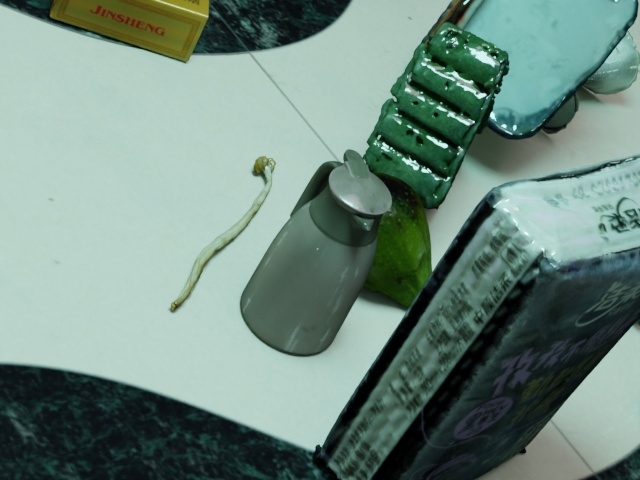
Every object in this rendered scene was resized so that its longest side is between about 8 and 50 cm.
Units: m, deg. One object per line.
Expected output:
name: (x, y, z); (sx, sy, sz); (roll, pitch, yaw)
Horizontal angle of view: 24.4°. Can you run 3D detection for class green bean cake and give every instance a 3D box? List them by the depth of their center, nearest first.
green bean cake: (0.137, -0.144, 1.671); (0.107, 0.193, 0.208); (26, 10, 9)

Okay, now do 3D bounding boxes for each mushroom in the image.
mushroom: (-0.095, -0.010, 1.544); (0.028, 0.026, 0.286); (16, 39, 8)

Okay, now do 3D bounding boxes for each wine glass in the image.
wine glass: (0.342, -0.219, 1.993); (0.122, 0.122, 0.183); (40, 45, 12)

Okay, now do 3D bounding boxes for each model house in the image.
model house: (0.238, -0.263, 1.883); (0.184, 0.253, 0.291); (38, -1, -10)

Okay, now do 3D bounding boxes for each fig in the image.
fig: (0.064, 0.006, 1.576); (0.156, 0.123, 0.123); (63, 33, -20)

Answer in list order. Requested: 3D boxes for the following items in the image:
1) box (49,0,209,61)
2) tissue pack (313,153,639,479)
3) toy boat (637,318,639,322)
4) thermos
box: (-0.225, -0.346, 1.791); (0.174, 0.076, 0.274); (17, 39, -17)
tissue pack: (0.176, 0.087, 1.331); (0.259, 0.361, 0.122); (-17, 57, -42)
toy boat: (0.382, 0.066, 1.729); (0.137, 0.060, 0.061); (50, 21, 19)
thermos: (0.000, 0.000, 1.452); (0.105, 0.193, 0.137); (11, 41, -21)
